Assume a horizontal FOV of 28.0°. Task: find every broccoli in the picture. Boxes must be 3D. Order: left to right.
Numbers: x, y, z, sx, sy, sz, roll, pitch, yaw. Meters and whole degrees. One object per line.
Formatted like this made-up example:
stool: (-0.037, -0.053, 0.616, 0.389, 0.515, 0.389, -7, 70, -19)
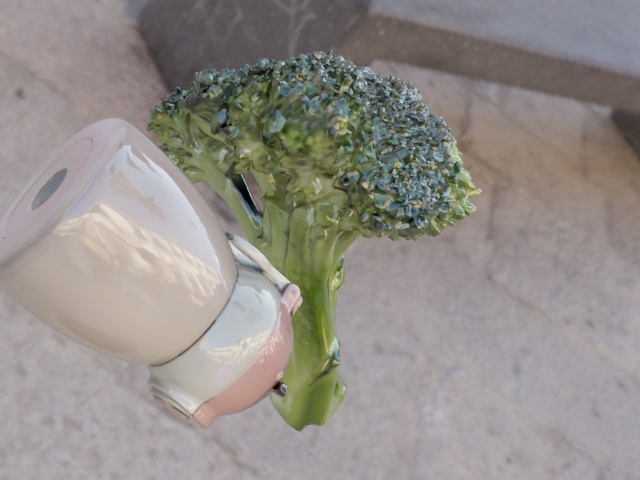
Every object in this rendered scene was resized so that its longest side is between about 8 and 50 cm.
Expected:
broccoli: (0.013, -0.006, 1.340, 0.274, 0.353, 0.397, -11, 86, -23)

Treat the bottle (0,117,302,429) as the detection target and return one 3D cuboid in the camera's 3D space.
bottle: (-0.114, 0.038, 0.940, 0.236, 0.147, 0.147, 44, 29, -23)
